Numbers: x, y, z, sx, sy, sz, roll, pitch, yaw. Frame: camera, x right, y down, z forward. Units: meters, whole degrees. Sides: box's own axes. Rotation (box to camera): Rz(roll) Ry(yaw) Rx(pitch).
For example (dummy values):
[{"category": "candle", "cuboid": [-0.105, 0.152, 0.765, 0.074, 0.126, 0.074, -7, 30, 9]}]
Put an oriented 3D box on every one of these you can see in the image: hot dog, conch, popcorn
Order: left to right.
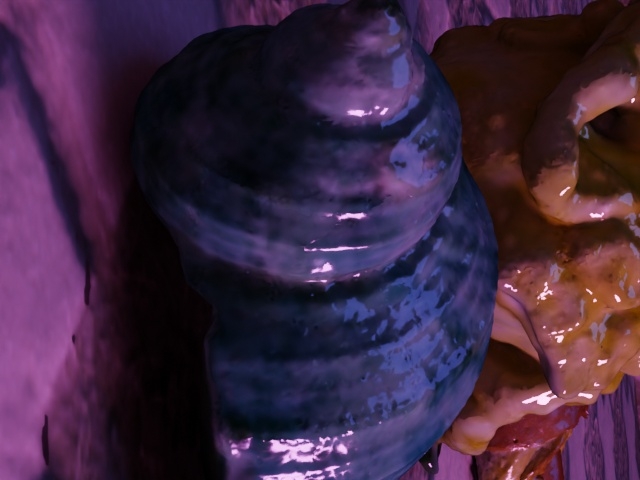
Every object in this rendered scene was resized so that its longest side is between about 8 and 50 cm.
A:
[{"category": "conch", "cuboid": [0.002, -0.003, 0.541, 0.196, 0.134, 0.202, -94, 171, -51]}, {"category": "hot dog", "cuboid": [0.167, 0.116, 1.095, 0.123, 0.093, 0.262, -18, 101, -72]}, {"category": "popcorn", "cuboid": [0.149, -0.025, 0.853, 0.293, 0.237, 0.293, -9, 90, -76]}]
